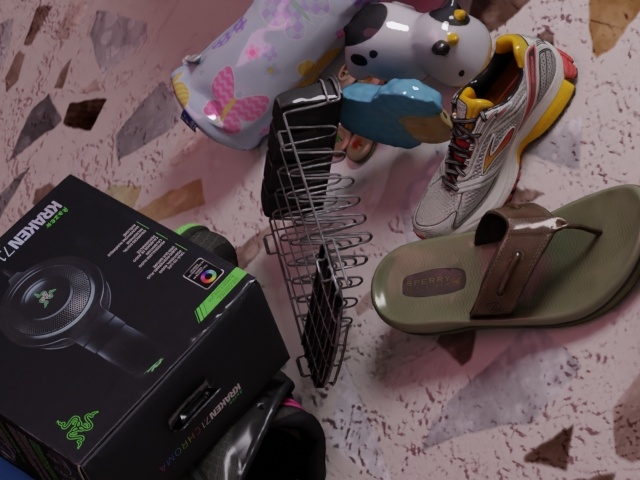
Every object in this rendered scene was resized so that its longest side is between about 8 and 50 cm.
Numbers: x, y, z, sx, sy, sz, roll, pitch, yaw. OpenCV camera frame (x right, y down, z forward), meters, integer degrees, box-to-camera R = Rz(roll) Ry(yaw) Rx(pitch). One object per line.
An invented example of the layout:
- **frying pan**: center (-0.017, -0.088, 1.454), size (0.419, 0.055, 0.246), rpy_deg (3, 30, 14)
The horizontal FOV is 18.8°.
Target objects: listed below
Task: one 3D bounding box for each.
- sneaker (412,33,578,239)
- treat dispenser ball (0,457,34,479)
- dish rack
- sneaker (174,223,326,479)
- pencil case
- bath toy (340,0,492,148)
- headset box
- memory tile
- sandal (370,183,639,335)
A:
- **sneaker**: center (0.149, -0.101, 1.855), size (0.088, 0.093, 0.225), rpy_deg (34, 95, 49)
- **treat dispenser ball**: center (-0.331, 0.263, 1.996), size (0.288, 0.288, 0.288), rpy_deg (-25, 51, 35)
- **dish rack**: center (0.000, 0.000, 1.900), size (0.208, 0.074, 0.271), rpy_deg (99, 159, -55)
- **sneaker**: center (-0.093, 0.186, 1.918), size (0.202, 0.185, 0.483), rpy_deg (-11, 50, 7)
- **pencil case**: center (-0.043, -0.225, 2.114), size (0.273, 0.113, 0.124), rpy_deg (-46, 71, 18)
- **bath toy**: center (0.112, -0.271, 1.969), size (0.129, 0.151, 0.348), rpy_deg (97, -175, -67)
- **headset box**: center (-0.205, 0.108, 1.810), size (0.283, 0.131, 0.246), rpy_deg (29, 64, 34)
- **memory tile**: center (0.045, -0.156, 2.064), size (0.113, 0.012, 0.148), rpy_deg (22, 84, 50)
- **sandal**: center (0.167, 0.021, 1.758), size (0.303, 0.086, 0.120), rpy_deg (-16, 58, 30)
